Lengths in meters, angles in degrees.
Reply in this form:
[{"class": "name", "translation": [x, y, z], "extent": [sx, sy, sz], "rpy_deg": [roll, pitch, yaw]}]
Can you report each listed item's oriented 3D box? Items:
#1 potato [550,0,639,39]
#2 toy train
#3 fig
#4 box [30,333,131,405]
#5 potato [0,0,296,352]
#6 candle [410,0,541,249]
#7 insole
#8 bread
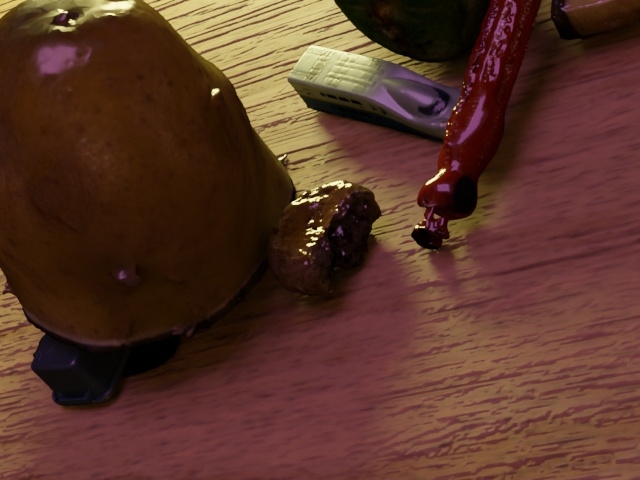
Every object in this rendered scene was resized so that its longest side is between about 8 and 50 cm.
[{"class": "potato", "translation": [0.262, -0.219, 1.205], "extent": [0.103, 0.066, 0.096], "rpy_deg": [-1, 61, 34]}, {"class": "toy train", "translation": [0.065, -0.135, 1.289], "extent": [0.234, 0.051, 0.052], "rpy_deg": [20, 70, 47]}, {"class": "fig", "translation": [0.115, -0.302, 1.307], "extent": [0.203, 0.203, 0.235], "rpy_deg": [8, 50, 43]}, {"class": "box", "translation": [-0.218, 0.097, 1.276], "extent": [0.074, 0.054, 0.099], "rpy_deg": [-9, 49, 34]}, {"class": "potato", "translation": [-0.191, -0.114, 1.236], "extent": [0.290, 0.296, 0.397], "rpy_deg": [-18, 36, -2]}, {"class": "candle", "translation": [0.149, -0.148, 1.183], "extent": [0.051, 0.048, 0.329], "rpy_deg": [14, 76, 24]}, {"class": "insole", "translation": [-0.203, 0.100, 1.309], "extent": [0.188, 0.004, 0.064], "rpy_deg": [0, 52, 38]}, {"class": "bread", "translation": [0.000, 0.000, 1.203], "extent": [0.082, 0.060, 0.113], "rpy_deg": [12, 58, 44]}]
